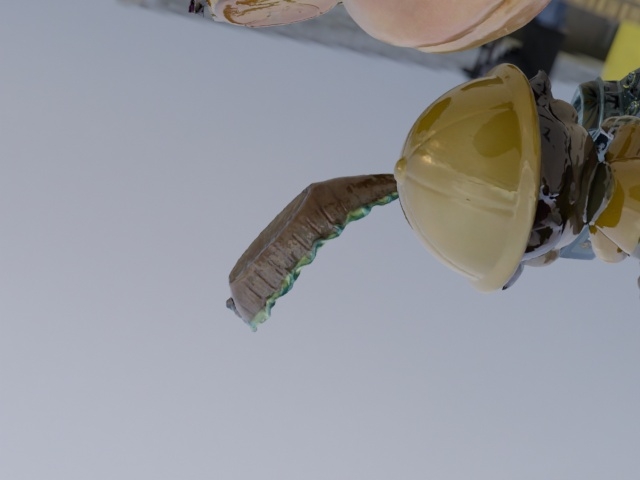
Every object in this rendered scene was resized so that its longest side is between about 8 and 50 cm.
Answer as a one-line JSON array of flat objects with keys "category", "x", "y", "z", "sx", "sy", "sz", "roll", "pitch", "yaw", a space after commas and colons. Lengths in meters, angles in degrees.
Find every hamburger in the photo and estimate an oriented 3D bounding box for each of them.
[{"category": "hamburger", "x": -0.044, "y": -0.263, "z": 1.413, "sx": 0.164, "sy": 0.093, "sz": 0.189, "roll": -7, "pitch": 166, "yaw": -12}]

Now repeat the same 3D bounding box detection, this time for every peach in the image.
[{"category": "peach", "x": 0.092, "y": -0.216, "z": 1.036, "sx": 0.184, "sy": 0.184, "sz": 0.184, "roll": 19, "pitch": -166, "yaw": -5}]

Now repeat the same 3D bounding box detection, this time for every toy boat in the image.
[{"category": "toy boat", "x": -0.005, "y": -0.009, "z": 1.852, "sx": 0.099, "sy": 0.293, "sz": 0.108, "roll": 46, "pitch": -171, "yaw": -21}, {"category": "toy boat", "x": 0.315, "y": -0.101, "z": 1.611, "sx": 0.122, "sy": 0.296, "sz": 0.114, "roll": 14, "pitch": -130, "yaw": -10}]

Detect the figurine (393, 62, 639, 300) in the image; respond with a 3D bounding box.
[{"category": "figurine", "x": 0.190, "y": -0.045, "z": 1.253, "sx": 0.257, "sy": 0.192, "sz": 0.167, "roll": 8, "pitch": 175, "yaw": 15}]
